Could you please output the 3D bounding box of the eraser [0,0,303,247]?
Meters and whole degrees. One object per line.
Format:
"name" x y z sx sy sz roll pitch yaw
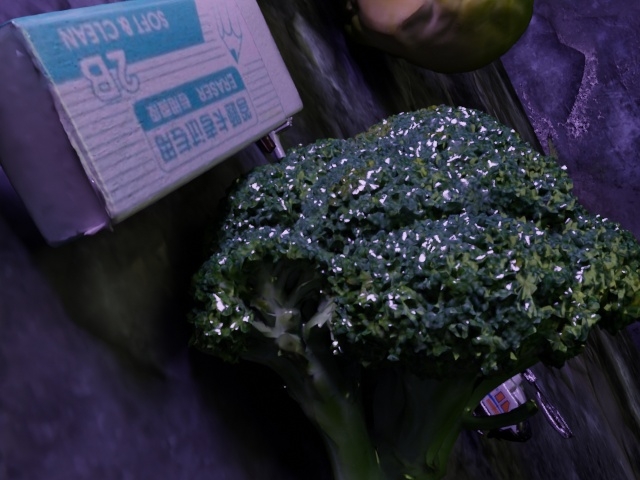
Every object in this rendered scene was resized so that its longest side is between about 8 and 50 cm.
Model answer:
"eraser" -0.086 -0.083 0.387 0.095 0.052 0.225 64 29 -13

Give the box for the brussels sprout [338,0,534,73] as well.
"brussels sprout" 0.152 -0.337 0.907 0.294 0.259 0.227 -31 126 -58

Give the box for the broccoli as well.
"broccoli" 0.057 0.033 0.435 0.269 0.261 0.241 78 15 -86

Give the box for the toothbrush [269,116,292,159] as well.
"toothbrush" 0.000 0.000 0.562 0.020 0.025 0.286 4 63 -62

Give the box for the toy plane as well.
"toy plane" 0.174 0.134 0.715 0.053 0.078 0.197 29 27 -48

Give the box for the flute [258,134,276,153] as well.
"flute" -0.114 -0.175 0.521 0.269 0.014 0.014 53 27 -21
